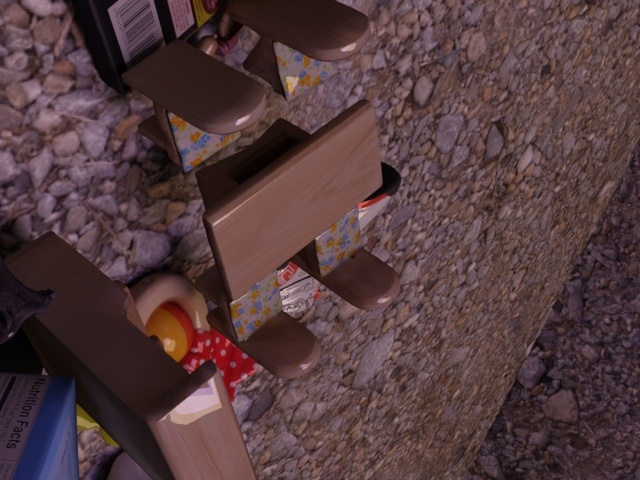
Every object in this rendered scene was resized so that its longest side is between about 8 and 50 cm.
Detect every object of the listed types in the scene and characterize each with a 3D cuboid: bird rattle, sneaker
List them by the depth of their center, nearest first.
[{"bbox_3d":[-0.175,0.137,1.094,0.253,0.143,0.207,-32,127,-44],"label":"bird rattle"},{"bbox_3d":[-0.001,0.000,1.264,0.270,0.090,0.145,-34,145,-31],"label":"sneaker"}]

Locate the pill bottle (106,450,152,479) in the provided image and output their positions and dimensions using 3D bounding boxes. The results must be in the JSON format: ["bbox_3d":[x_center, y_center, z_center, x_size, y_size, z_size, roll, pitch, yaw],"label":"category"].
[{"bbox_3d":[-0.245,0.417,1.227,0.146,0.146,0.264,-2,120,-57],"label":"pill bottle"}]

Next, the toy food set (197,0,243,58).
[{"bbox_3d":[-0.096,-0.216,0.939,0.122,0.019,0.078,-55,175,29],"label":"toy food set"}]

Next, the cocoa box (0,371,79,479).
[{"bbox_3d":[-0.330,0.306,0.769,0.231,0.228,0.347,-92,-173,-61],"label":"cocoa box"}]

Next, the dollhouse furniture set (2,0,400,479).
[{"bbox_3d":[-0.060,0.024,0.882,0.394,0.256,0.362,-38,142,-25],"label":"dollhouse furniture set"}]

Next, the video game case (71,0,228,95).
[{"bbox_3d":[-0.120,-0.289,0.790,0.248,0.035,0.275,-47,161,-19],"label":"video game case"}]

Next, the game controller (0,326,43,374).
[{"bbox_3d":[-0.355,0.185,0.930,0.166,0.067,0.319,-34,147,-63],"label":"game controller"}]

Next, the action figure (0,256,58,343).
[{"bbox_3d":[-0.316,-0.045,0.666,0.164,0.141,0.276,-27,106,-3],"label":"action figure"}]
